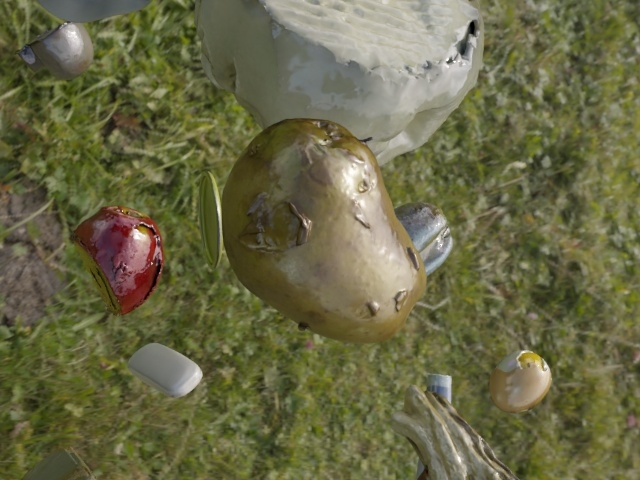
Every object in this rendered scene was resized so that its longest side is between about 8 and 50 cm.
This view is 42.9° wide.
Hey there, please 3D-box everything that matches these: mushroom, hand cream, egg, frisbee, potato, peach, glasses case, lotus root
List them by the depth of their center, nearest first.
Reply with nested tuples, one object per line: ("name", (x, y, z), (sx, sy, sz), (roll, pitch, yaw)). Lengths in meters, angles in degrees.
("potato", (0.000, 0.000, 0.575), (0.137, 0.137, 0.176), (-45, 114, -35))
("egg", (0.250, 0.181, 1.033), (0.083, 0.071, 0.071), (-32, 96, -32))
("peach", (-0.285, 0.034, 1.182), (0.127, 0.092, 0.172), (-17, 116, -47))
("glasses case", (-0.302, 0.248, 1.569), (0.081, 0.204, 0.051), (-43, 123, -24))
("mushroom", (-0.520, -0.379, 1.638), (0.141, 0.188, 0.117), (-43, 110, -4))
("lotus root", (0.134, 0.036, 1.681), (0.322, 0.140, 0.158), (-32, 123, -23))
("hand cream", (0.246, 0.415, 1.742), (0.048, 0.079, 0.255), (18, 75, -59))
("frisbee", (-0.261, -0.048, 1.931), (0.017, 0.236, 0.236), (-5, 80, -18))

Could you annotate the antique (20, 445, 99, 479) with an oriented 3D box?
("antique", (-0.453, 0.477, 1.479), (0.125, 0.284, 0.150), (-40, 100, -21))

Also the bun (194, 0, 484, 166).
("bun", (0.010, -0.232, 0.934), (0.359, 0.211, 0.360), (11, 53, -15))

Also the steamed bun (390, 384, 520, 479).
("steamed bun", (0.240, 0.474, 1.396), (0.189, 0.247, 0.428), (-33, 63, -14))

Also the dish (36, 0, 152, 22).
("dish", (-0.243, -0.326, 0.846), (0.190, 0.066, 0.191), (3, 84, -27))
